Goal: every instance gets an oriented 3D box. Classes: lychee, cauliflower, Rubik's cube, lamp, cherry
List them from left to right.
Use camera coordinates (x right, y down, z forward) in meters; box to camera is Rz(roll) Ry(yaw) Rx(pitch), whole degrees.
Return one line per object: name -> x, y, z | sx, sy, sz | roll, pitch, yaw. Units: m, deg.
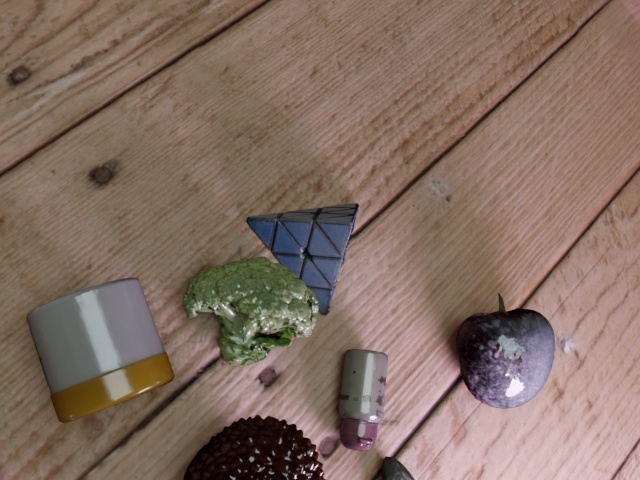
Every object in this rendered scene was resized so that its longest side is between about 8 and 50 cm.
cauliflower -> -0.154, 0.167, 1.599 | 0.272, 0.275, 0.251 | -12, 123, -53
lychee -> -0.138, 0.527, 1.460 | 0.306, 0.330, 0.306 | 31, 45, -37
Rubik's cube -> 0.000, 0.002, 1.714 | 0.228, 0.229, 0.233 | -39, 141, 11
lamp -> 0.210, 0.638, 1.683 | 0.101, 0.101, 0.250 | -16, 81, -25
cherry -> 0.475, 0.286, 1.808 | 0.254, 0.218, 0.297 | -3, 93, -27

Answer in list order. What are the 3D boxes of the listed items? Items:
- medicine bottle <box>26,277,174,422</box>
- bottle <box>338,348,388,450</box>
medicine bottle -> -0.445, 0.219, 1.427 | 0.237, 0.238, 0.232 | -18, 84, -25
bottle -> 0.100, 0.384, 1.688 | 0.109, 0.110, 0.234 | 12, 75, -20
